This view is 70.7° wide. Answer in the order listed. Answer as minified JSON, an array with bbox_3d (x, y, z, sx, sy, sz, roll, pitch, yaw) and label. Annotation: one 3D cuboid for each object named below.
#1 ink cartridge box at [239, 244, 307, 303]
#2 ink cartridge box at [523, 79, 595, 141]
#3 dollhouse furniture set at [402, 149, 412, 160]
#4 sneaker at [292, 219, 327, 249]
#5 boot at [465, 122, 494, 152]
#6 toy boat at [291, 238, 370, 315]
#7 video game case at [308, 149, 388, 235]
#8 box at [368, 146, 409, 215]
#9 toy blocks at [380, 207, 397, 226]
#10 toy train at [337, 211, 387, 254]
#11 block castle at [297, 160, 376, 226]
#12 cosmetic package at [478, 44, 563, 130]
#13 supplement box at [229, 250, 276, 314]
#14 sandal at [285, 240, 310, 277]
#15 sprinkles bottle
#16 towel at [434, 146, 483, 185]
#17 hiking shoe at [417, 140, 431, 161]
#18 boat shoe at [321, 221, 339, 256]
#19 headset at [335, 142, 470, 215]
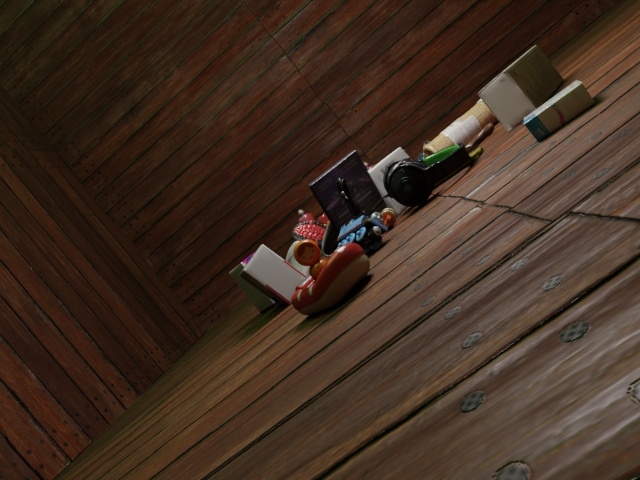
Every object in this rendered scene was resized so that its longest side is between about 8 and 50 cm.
[{"bbox_3d":[-0.177,0.130,1.618,0.114,0.197,0.273,-54,6,-14],"label":"ink cartridge box"},{"bbox_3d":[0.488,-0.267,0.928,0.122,0.052,0.088,-39,3,32],"label":"ink cartridge box"},{"bbox_3d":[0.285,-0.225,1.838,0.242,0.161,0.212,-39,3,-8],"label":"dollhouse furniture set"},{"bbox_3d":[0.000,0.000,1.820,0.261,0.104,0.125,9,-32,-24],"label":"sneaker"},{"bbox_3d":[0.575,-0.370,1.648,0.114,0.037,0.106,-37,-12,-31],"label":"boot"},{"bbox_3d":[-0.001,0.062,0.997,0.151,0.151,0.231,-41,3,-33],"label":"toy boat"},{"bbox_3d":[0.105,-0.121,1.452,0.196,0.274,0.026,-40,23,-15],"label":"video game case"},{"bbox_3d":[0.251,-0.195,1.596,0.181,0.182,0.119,-40,5,-21],"label":"box"},{"bbox_3d":[0.177,-0.041,1.385,0.123,0.054,0.148,-36,5,19],"label":"toy blocks"},{"bbox_3d":[0.113,-0.016,1.260,0.184,0.080,0.105,-36,33,55],"label":"toy train"},{"bbox_3d":[0.118,-0.204,2.290,0.453,0.213,0.303,-44,-15,22],"label":"block castle"},{"bbox_3d":[0.647,-0.492,1.441,0.309,0.160,0.113,-40,1,-37],"label":"cosmetic package"},{"bbox_3d":[-0.252,0.172,1.855,0.114,0.220,0.111,-37,4,43],"label":"supplement box"},{"bbox_3d":[-0.065,0.089,1.797,0.102,0.170,0.416,-6,-4,-14],"label":"sandal"},{"bbox_3d":[0.594,-0.450,1.865,0.355,0.121,0.121,-40,3,-4],"label":"sprinkles bottle"},{"bbox_3d":[0.417,-0.216,1.456,0.237,0.021,0.102,-37,0,42],"label":"towel"},{"bbox_3d":[0.504,-0.358,2.082,0.304,0.113,0.132,-56,-14,-60],"label":"hiking shoe"},{"bbox_3d":[0.100,-0.079,1.658,0.119,0.121,0.336,-40,-28,-80],"label":"boat shoe"},{"bbox_3d":[0.251,-0.202,1.377,0.394,0.185,0.243,-30,9,7],"label":"headset"}]
